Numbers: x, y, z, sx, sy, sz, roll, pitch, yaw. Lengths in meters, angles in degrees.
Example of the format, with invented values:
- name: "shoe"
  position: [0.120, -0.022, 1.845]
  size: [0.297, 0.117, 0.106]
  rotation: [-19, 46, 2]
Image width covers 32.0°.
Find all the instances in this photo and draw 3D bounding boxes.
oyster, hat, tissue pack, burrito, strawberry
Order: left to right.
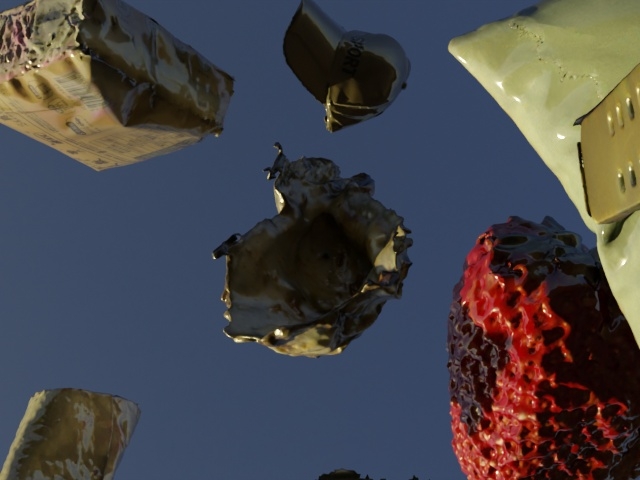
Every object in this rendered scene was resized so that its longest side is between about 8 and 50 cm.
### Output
- name: "burrito"
  position: [-0.329, 0.292, 1.382]
  size: [0.143, 0.299, 0.105]
  rotation: [41, -51, -21]
- name: "tissue pack"
  position: [-0.251, -0.169, 1.246]
  size: [0.215, 0.257, 0.123]
  rotation: [-11, -114, 29]
- name: "oyster"
  position: [-0.008, 0.003, 1.150]
  size: [0.198, 0.337, 0.133]
  rotation: [-6, -56, 1]
- name: "hat"
  position: [0.031, -0.220, 1.309]
  size: [0.175, 0.085, 0.147]
  rotation: [43, -129, -44]
- name: "strawberry"
  position: [0.282, 0.161, 1.291]
  size: [0.312, 0.267, 0.351]
  rotation: [19, -83, 15]

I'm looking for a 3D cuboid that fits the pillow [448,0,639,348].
- name: "pillow"
  position: [0.270, -0.060, 0.603]
  size: [0.310, 0.119, 0.312]
  rotation: [-28, -107, 10]

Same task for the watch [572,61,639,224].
- name: "watch"
  position: [0.186, -0.068, 0.341]
  size: [0.165, 0.268, 0.102]
  rotation: [-18, -96, -6]

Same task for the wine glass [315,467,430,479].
- name: "wine glass"
  position: [0.047, 0.375, 0.949]
  size: [0.238, 0.238, 0.322]
  rotation: [-2, -87, -9]
